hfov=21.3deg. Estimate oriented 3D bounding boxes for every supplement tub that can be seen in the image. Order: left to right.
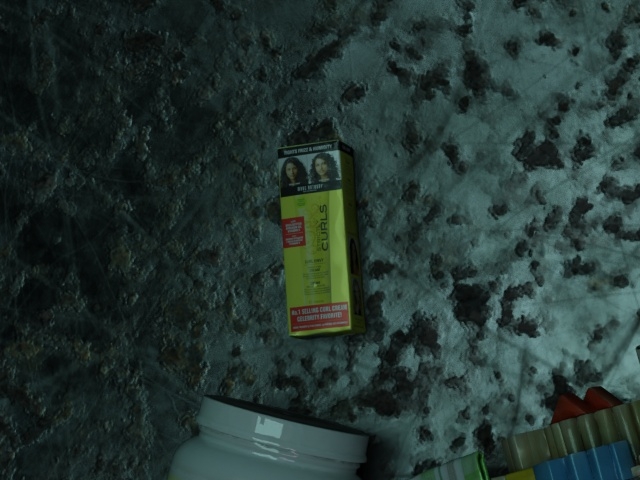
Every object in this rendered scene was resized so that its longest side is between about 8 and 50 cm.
[{"bbox_3d":[-0.077,0.356,1.939,0.235,0.235,0.325,13,87,21],"label":"supplement tub"}]

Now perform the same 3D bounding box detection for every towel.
[{"bbox_3d":[0.147,0.311,1.934,0.152,0.023,0.113,-34,69,50],"label":"towel"}]

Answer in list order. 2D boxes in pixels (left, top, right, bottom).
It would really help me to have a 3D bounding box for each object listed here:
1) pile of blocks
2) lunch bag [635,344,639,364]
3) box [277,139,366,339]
[{"bbox_3d":[0.330,0.206,1.856,0.362,0.149,0.113,-19,77,18],"label":"pile of blocks"},{"bbox_3d":[0.477,0.024,1.688,0.305,0.256,0.212,-16,116,36],"label":"lunch bag"},{"bbox_3d":[0.000,0.000,2.053,0.087,0.058,0.232,-6,81,19],"label":"box"}]
